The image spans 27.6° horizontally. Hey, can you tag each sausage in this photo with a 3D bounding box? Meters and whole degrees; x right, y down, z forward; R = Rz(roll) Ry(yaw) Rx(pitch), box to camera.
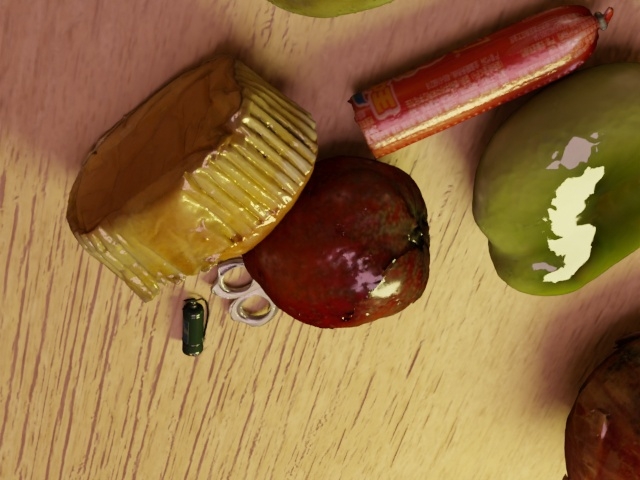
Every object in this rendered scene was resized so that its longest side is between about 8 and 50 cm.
[{"bbox_3d":[0.164,-0.165,1.290,0.274,0.074,0.074,-23,128,11],"label":"sausage"}]

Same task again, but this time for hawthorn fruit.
[{"bbox_3d":[0.000,0.000,1.358,0.235,0.181,0.181,2,132,19],"label":"hawthorn fruit"}]

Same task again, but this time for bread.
[{"bbox_3d":[-0.122,-0.060,1.272,0.250,0.179,0.133,-36,129,20],"label":"bread"}]

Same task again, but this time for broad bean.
[{"bbox_3d":[0.271,-0.060,1.356,0.238,0.119,0.291,9,128,-25],"label":"broad bean"}]

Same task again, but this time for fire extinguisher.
[{"bbox_3d":[-0.144,0.094,1.493,0.038,0.025,0.083,-29,139,-34],"label":"fire extinguisher"}]

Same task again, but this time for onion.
[{"bbox_3d":[0.454,0.267,1.550,0.354,0.353,0.353,-4,129,-5],"label":"onion"}]

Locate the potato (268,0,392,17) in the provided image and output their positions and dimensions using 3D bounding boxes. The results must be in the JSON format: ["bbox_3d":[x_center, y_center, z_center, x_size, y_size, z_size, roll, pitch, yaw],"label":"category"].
[{"bbox_3d":[0.043,-0.291,1.132,0.248,0.143,0.169,-29,89,21],"label":"potato"}]

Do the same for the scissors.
[{"bbox_3d":[-0.029,0.034,1.465,0.189,0.015,0.100,-24,125,11],"label":"scissors"}]
